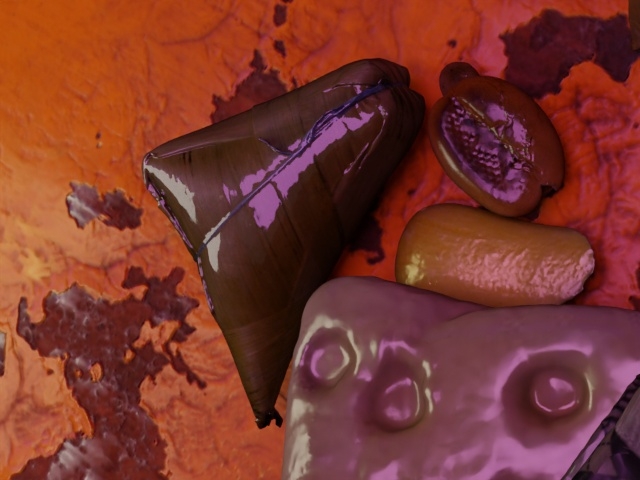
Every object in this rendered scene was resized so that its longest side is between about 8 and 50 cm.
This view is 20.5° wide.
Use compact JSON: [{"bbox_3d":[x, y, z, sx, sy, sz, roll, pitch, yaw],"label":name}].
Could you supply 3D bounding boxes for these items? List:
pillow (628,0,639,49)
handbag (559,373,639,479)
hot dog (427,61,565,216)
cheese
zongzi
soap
[{"bbox_3d":[0.316,-0.297,1.240,0.310,0.119,0.312,-2,82,64],"label":"pillow"},{"bbox_3d":[0.247,0.186,1.105,0.180,0.317,0.416,44,110,23],"label":"handbag"},{"bbox_3d":[0.133,-0.081,1.393,0.140,0.060,0.090,43,99,17],"label":"hot dog"},{"bbox_3d":[0.125,0.205,1.300,0.351,0.129,0.328,7,78,24],"label":"cheese"},{"bbox_3d":[0.000,0.000,1.421,0.228,0.115,0.256,-22,80,18],"label":"zongzi"},{"bbox_3d":[0.136,0.022,1.389,0.168,0.033,0.089,14,94,27],"label":"soap"}]
